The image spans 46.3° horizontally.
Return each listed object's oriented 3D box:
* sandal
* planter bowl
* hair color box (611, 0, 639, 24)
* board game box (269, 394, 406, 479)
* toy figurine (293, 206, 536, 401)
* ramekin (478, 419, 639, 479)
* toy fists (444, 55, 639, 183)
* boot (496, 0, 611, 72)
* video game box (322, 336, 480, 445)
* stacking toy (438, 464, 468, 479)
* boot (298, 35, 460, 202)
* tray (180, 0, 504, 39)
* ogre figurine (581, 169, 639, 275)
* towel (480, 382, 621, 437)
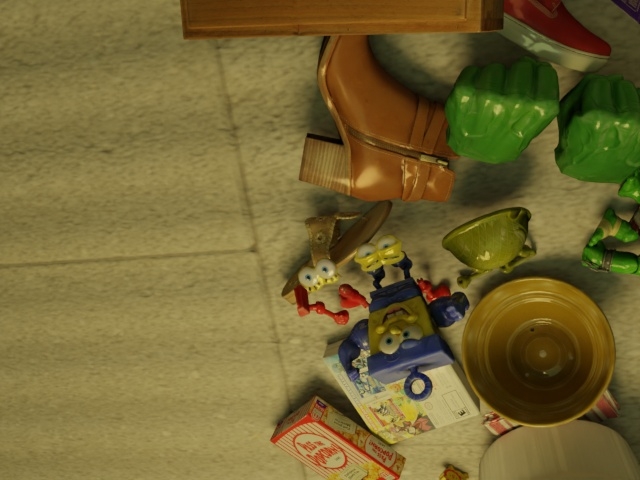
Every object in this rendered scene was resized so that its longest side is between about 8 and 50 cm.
[{"bbox_3d":[-0.001,0.004,1.125,0.079,0.088,0.240,37,122,-15],"label":"sandal"},{"bbox_3d":[0.327,0.167,1.118,0.217,0.090,0.217,-5,76,22],"label":"planter bowl"},{"bbox_3d":[0.403,-0.278,0.765,0.185,0.339,0.110,11,118,6],"label":"hair color box"},{"bbox_3d":[0.028,0.361,1.294,0.193,0.045,0.147,36,138,-7],"label":"board game box"},{"bbox_3d":[0.151,0.121,1.044,0.362,0.217,0.191,-20,142,16],"label":"toy figurine"},{"bbox_3d":[0.383,0.406,1.187,0.277,0.135,0.277,1,132,1],"label":"ramekin"},{"bbox_3d":[0.295,-0.155,0.931,0.279,0.096,0.142,12,161,1],"label":"toy fists"},{"bbox_3d":[0.278,-0.327,0.912,0.244,0.088,0.176,29,116,0],"label":"boot"},{"bbox_3d":[0.134,0.229,1.232,0.187,0.048,0.205,-26,109,20],"label":"video game box"},{"bbox_3d":[0.275,0.514,1.342,0.221,0.052,0.167,28,118,-4],"label":"stacking toy"},{"bbox_3d":[0.099,-0.185,1.008,0.220,0.109,0.284,9,106,-2],"label":"boot"},{"bbox_3d":[0.004,-0.341,0.864,0.410,0.076,0.203,9,110,33],"label":"tray"},{"bbox_3d":[0.453,-0.026,1.024,0.118,0.097,0.197,29,103,16],"label":"ogre figurine"},{"bbox_3d":[0.367,0.276,1.190,0.197,0.029,0.144,-24,140,21],"label":"towel"}]
